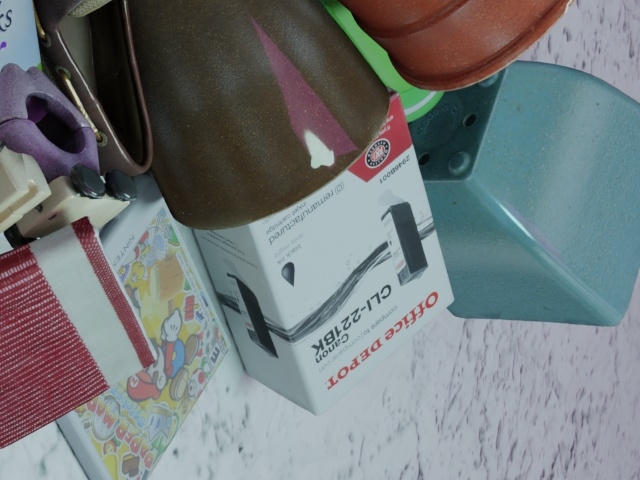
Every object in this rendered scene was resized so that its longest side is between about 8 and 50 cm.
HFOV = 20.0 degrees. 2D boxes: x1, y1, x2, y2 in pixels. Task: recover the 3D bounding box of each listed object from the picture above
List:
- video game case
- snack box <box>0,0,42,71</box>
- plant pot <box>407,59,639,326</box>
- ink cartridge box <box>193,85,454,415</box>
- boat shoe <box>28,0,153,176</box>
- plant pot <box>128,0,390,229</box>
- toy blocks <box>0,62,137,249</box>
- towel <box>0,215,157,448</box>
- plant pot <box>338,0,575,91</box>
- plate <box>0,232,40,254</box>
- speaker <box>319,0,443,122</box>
[{"bbox_3d":[-0.166,0.092,1.597,0.206,0.026,0.227,-58,144,-34],"label":"video game case"},{"bbox_3d":[-0.286,-0.119,1.273,0.207,0.070,0.174,-40,134,-50],"label":"snack box"},{"bbox_3d":[0.198,-0.073,1.995,0.252,0.247,0.248,35,67,-39],"label":"plant pot"},{"bbox_3d":[0.000,0.000,1.721,0.197,0.114,0.273,-39,135,-23],"label":"ink cartridge box"},{"bbox_3d":[-0.185,-0.204,1.373,0.123,0.123,0.342,-36,129,-52],"label":"boat shoe"},{"bbox_3d":[-0.087,-0.164,1.508,0.215,0.215,0.230,-56,128,-37],"label":"plant pot"},{"bbox_3d":[-0.334,-0.053,1.007,0.288,0.309,0.260,6,52,-60],"label":"toy blocks"},{"bbox_3d":[-0.261,0.103,1.064,0.329,0.037,0.237,-28,161,-7],"label":"towel"},{"bbox_3d":[0.057,-0.302,1.474,0.265,0.272,0.272,31,69,-31],"label":"plant pot"},{"bbox_3d":[-0.278,0.086,1.296,0.277,0.045,0.278,11,102,-65],"label":"plate"},{"bbox_3d":[0.026,-0.226,1.743,0.296,0.131,0.131,48,57,-55],"label":"speaker"}]
